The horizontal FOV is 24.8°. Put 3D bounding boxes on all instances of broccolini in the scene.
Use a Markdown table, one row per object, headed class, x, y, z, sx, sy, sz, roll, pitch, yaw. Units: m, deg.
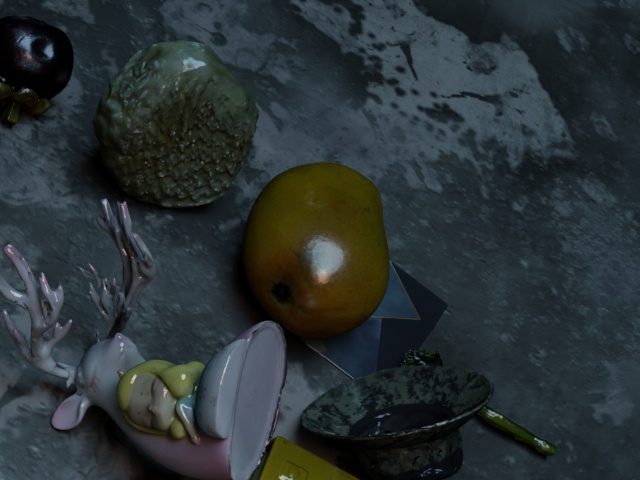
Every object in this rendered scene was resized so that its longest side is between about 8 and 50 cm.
| class | x | y | z | sx | sy | sz | roll | pitch | yaw |
| --- | --- | --- | --- | --- | --- | --- | --- | --- | --- |
| broccolini | 0.217 | 0.235 | 2.049 | 0.254 | 0.071 | 0.057 | 35 | 1 | -10 |

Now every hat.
| class | x | y | z | sx | sy | sz | roll | pitch | yaw |
| --- | --- | --- | --- | --- | --- | --- | --- | --- | --- |
| hat | 0.111 | 0.258 | 1.870 | 0.265 | 0.266 | 0.128 | -25 | 104 | -43 |

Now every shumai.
| class | x | y | z | sx | sy | sz | roll | pitch | yaw |
| --- | --- | --- | --- | --- | --- | --- | --- | --- | --- |
| shumai | -0.211 | -0.196 | 2.019 | 0.225 | 0.260 | 0.222 | -18 | 53 | -4 |

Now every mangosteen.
| class | x | y | z | sx | sy | sz | roll | pitch | yaw |
| --- | --- | --- | --- | --- | --- | --- | --- | --- | --- |
| mangosteen | -0.413 | -0.233 | 2.008 | 0.137 | 0.137 | 0.151 | 16 | 80 | -19 |

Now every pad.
| class | x | y | z | sx | sy | sz | roll | pitch | yaw |
| --- | --- | --- | --- | --- | --- | --- | --- | --- | --- |
| pad | 0.076 | 0.110 | 2.082 | 0.164 | 0.004 | 0.243 | 37 | 43 | 2 |

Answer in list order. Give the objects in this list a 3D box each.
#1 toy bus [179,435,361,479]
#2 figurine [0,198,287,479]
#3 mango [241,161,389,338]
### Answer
| class | x | y | z | sx | sy | sz | roll | pitch | yaw |
| --- | --- | --- | --- | --- | --- | --- | --- | --- | --- |
| toy bus | -0.005 | 0.337 | 1.747 | 0.336 | 0.123 | 0.121 | 30 | 43 | -6 |
| figurine | -0.208 | 0.113 | 1.710 | 0.316 | 0.284 | 0.206 | 7 | 26 | 24 |
| mango | 0.000 | 0.000 | 2.015 | 0.211 | 0.173 | 0.317 | 25 | 36 | -8 |
